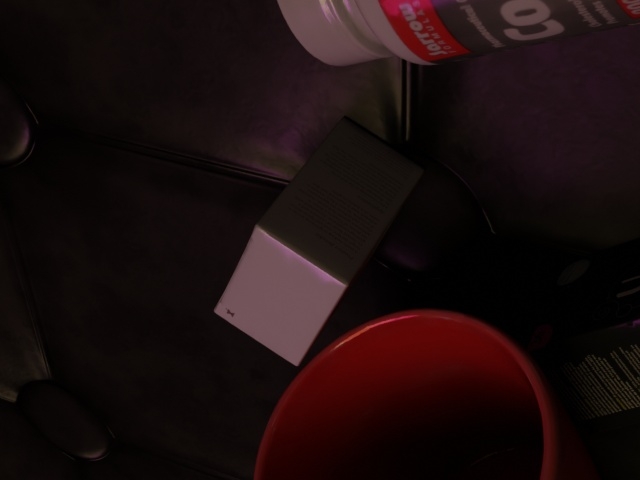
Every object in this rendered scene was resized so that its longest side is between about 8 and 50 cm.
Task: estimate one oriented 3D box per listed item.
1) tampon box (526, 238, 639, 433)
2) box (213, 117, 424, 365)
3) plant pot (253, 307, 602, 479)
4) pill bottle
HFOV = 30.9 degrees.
[{"bbox_3d":[0.272,0.069,0.944,0.161,0.120,0.101,-24,112,42],"label":"tampon box"},{"bbox_3d":[0.000,0.000,1.017,0.091,0.170,0.130,33,137,3],"label":"box"},{"bbox_3d":[0.120,0.224,0.991,0.275,0.275,0.243,-5,150,35],"label":"plant pot"},{"bbox_3d":[0.115,-0.206,0.776,0.283,0.161,0.161,-7,122,36],"label":"pill bottle"}]
